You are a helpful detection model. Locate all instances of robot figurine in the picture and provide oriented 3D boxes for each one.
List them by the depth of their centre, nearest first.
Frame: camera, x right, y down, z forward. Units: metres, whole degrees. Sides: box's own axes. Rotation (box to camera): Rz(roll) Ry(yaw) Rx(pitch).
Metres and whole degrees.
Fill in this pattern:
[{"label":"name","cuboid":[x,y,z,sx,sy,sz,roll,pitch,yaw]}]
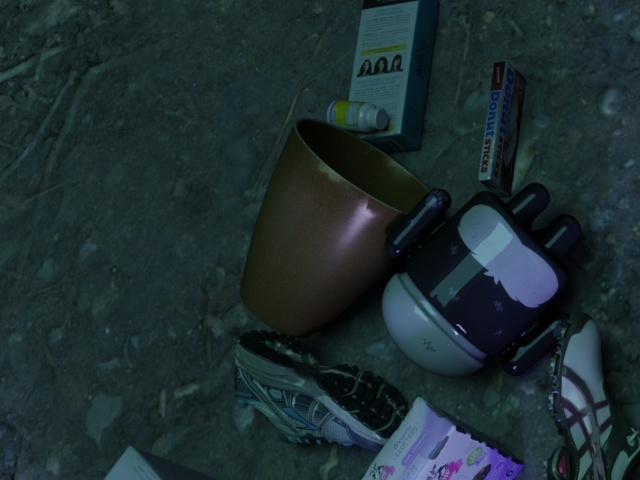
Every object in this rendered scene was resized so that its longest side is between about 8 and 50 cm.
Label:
[{"label":"robot figurine","cuboid":[0.207,0.049,1.906,0.278,0.173,0.209,-45,49,9]}]

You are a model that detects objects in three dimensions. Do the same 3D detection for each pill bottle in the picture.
[{"label":"pill bottle","cuboid":[0.053,-0.176,2.110,0.083,0.043,0.043,10,75,36]}]

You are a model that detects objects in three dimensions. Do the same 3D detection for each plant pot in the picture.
[{"label":"plant pot","cuboid":[0.000,0.000,2.048,0.254,0.237,0.237,-56,50,17]}]

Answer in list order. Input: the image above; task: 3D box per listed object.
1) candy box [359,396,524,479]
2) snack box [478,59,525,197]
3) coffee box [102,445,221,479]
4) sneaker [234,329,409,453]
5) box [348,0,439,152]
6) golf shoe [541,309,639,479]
[{"label":"candy box","cuboid":[0.140,0.299,1.819,0.070,0.196,0.165,37,92,39]},{"label":"snack box","cuboid":[0.249,-0.153,2.034,0.022,0.064,0.178,-3,68,34]},{"label":"coffee box","cuboid":[-0.143,0.515,1.820,0.334,0.338,0.337,-52,51,4]},{"label":"sneaker","cuboid":[0.001,0.229,2.022,0.283,0.110,0.122,28,119,27]},{"label":"box","cuboid":[0.104,-0.250,2.177,0.100,0.060,0.244,-3,68,33]},{"label":"golf shoe","cuboid":[0.334,0.222,1.802,0.120,0.105,0.273,1,75,17]}]
